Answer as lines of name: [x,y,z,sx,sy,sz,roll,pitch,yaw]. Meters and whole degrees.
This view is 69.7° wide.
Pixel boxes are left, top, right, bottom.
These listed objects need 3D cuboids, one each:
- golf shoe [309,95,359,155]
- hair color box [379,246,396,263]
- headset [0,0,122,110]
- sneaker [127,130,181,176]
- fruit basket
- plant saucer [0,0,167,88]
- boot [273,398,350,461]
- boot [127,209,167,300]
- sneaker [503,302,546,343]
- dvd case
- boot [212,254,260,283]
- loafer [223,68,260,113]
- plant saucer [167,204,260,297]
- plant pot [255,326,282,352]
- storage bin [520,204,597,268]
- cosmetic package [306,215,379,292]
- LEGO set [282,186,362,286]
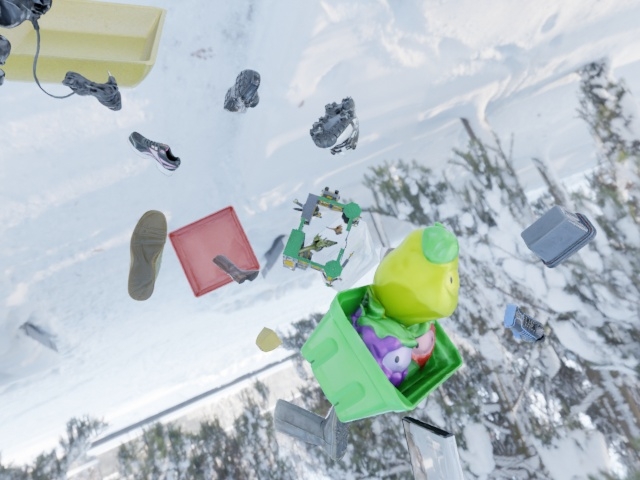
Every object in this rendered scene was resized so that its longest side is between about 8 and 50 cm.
golf shoe: [0.038,-0.186,0.811,0.077,0.094,0.198,-8,-151,20]
hair color box: [0.290,0.202,1.598,0.174,0.347,0.105,2,174,29]
headset: [-0.444,-0.300,0.618,0.243,0.185,0.394,-62,165,-5]
sneaker: [-0.518,-0.289,1.459,0.077,0.072,0.178,-30,128,32]
fruit basket: [0.184,0.162,0.951,0.392,0.283,0.392,-29,162,-10]
plant saucer: [-0.498,-0.406,0.948,0.333,0.333,0.081,0,132,-13]
boot: [-0.025,0.458,1.198,0.208,0.190,0.076,18,-164,37]
boot: [-0.425,0.036,1.123,0.077,0.213,0.165,10,174,-19]
sneaker: [0.645,0.263,1.443,0.090,0.081,0.232,9,160,39]
dvd case: [0.234,0.492,0.907,0.022,0.253,0.180,-9,173,-19]
boot: [-0.240,0.074,1.303,0.037,0.114,0.106,-62,159,17]
loafer: [-0.197,-0.395,1.232,0.078,0.076,0.223,9,172,-25]
plant saucer: [-0.381,0.040,1.663,0.259,0.258,0.048,-25,178,-3]
plant pot: [-0.230,0.434,1.973,0.083,0.081,0.081,-44,-155,-26]
storage bin: [0.532,-0.019,1.051,0.091,0.098,0.135,26,126,-25]
cosmetic package: [0.095,0.053,1.867,0.224,0.225,0.138,-40,-142,-20]
LEGO set: [0.000,0.000,1.607,0.255,0.331,0.192,11,162,-1]
